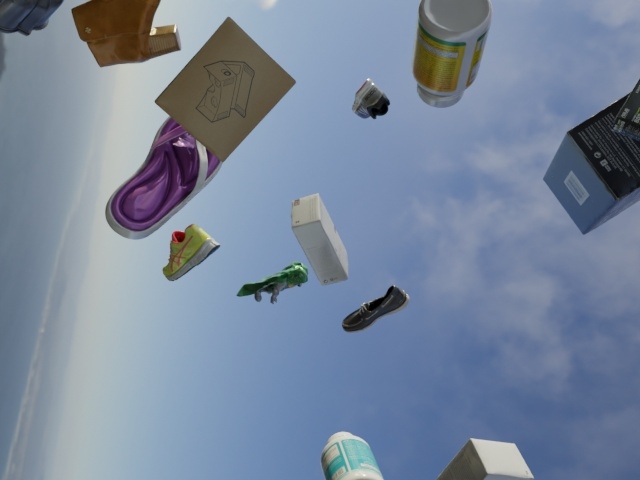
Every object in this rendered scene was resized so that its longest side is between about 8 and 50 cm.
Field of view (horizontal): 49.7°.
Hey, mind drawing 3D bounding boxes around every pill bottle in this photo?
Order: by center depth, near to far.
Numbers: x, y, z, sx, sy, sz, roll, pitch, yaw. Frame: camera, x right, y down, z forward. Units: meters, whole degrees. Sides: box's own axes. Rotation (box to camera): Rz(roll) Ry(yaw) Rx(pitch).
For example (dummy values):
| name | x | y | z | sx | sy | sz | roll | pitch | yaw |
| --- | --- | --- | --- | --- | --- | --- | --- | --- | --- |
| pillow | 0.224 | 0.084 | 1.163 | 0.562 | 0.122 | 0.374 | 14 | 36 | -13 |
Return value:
| name | x | y | z | sx | sy | sz | roll | pitch | yaw |
| --- | --- | --- | --- | --- | --- | --- | --- | --- | --- |
| pill bottle | 0.214 | -0.320 | 1.165 | 0.208 | 0.118 | 0.117 | 83 | 7 | -65 |
| pill bottle | 0.081 | 0.609 | 1.805 | 0.264 | 0.146 | 0.146 | -120 | -138 | -72 |

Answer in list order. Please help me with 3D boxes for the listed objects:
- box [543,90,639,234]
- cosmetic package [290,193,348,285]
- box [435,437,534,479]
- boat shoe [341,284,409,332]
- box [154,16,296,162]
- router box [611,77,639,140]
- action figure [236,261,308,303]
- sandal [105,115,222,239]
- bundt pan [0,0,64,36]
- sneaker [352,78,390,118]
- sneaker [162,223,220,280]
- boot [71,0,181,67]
| name | x | y | z | sx | sy | sz | roll | pitch | yaw |
| --- | --- | --- | --- | --- | --- | --- | --- | --- | --- |
| box | 0.694 | -0.196 | 1.523 | 0.179 | 0.312 | 0.343 | 59 | 2 | 15 |
| cosmetic package | 0.000 | 0.000 | 1.858 | 0.117 | 0.085 | 0.231 | -93 | 163 | -47 |
| box | 0.335 | 0.509 | 1.450 | 0.170 | 0.130 | 0.091 | -60 | -150 | 27 |
| boat shoe | 0.133 | 0.177 | 1.832 | 0.206 | 0.065 | 0.075 | -29 | -147 | 23 |
| box | -0.170 | -0.267 | 1.237 | 0.201 | 0.164 | 0.021 | -47 | -160 | 6 |
| router box | 0.587 | -0.230 | 1.225 | 0.122 | 0.092 | 0.038 | -53 | 157 | -21 |
| action figure | -0.082 | 0.088 | 1.473 | 0.063 | 0.137 | 0.232 | 61 | -25 | -2 |
| sandal | -0.321 | -0.171 | 1.557 | 0.102 | 0.169 | 0.416 | -44 | -163 | 56 |
| bundt pan | -0.644 | -0.596 | 1.408 | 0.124 | 0.331 | 0.331 | -20 | -126 | 26 |
| sneaker | 0.120 | -0.308 | 1.589 | 0.063 | 0.075 | 0.170 | -45 | 173 | -5 |
| sneaker | -0.314 | 0.021 | 1.592 | 0.208 | 0.094 | 0.081 | -33 | -171 | 43 |
| boot | -0.435 | -0.521 | 1.487 | 0.104 | 0.211 | 0.295 | -99 | 180 | -56 |
